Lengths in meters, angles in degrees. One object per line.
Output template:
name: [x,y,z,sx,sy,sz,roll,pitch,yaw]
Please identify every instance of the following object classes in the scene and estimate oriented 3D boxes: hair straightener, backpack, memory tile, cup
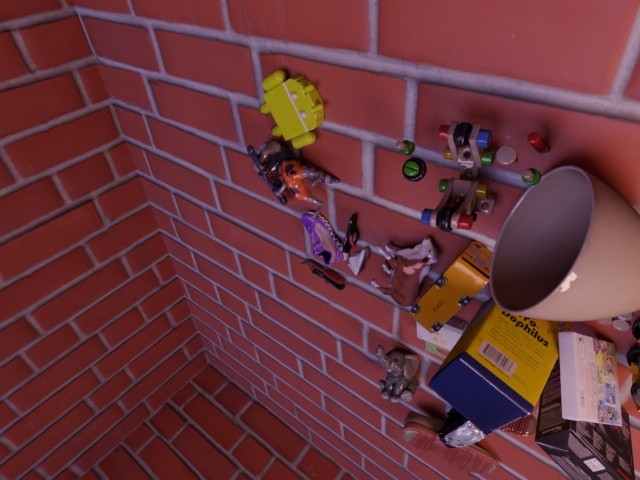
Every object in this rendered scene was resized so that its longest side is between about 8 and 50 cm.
hair straightener: [0.009,0.148,1.814,0.231,0.047,0.089,26,138,31]
backpack: [0.553,0.711,1.672,0.115,0.152,0.182,40,132,4]
memory tile: [0.713,0.154,1.082,0.113,0.012,0.148,19,135,37]
cup: [0.558,0.037,0.926,0.237,0.331,0.331,20,142,-3]

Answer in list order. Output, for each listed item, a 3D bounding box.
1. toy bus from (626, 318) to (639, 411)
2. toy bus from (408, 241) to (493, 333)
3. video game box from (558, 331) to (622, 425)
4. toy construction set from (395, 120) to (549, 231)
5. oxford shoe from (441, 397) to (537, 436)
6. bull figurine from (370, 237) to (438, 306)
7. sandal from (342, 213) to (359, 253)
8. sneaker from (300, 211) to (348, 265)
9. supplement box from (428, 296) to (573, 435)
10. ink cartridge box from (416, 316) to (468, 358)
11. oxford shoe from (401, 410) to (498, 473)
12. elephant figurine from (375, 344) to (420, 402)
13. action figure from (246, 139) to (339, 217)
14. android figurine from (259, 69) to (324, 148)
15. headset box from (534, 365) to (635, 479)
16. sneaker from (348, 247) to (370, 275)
toy bus: [0.826,0.288,0.984,0.212,0.149,0.220,3,122,30]
toy bus: [0.394,0.153,1.326,0.108,0.130,0.332,40,144,13]
video game box: [0.666,0.341,1.079,0.187,0.205,0.048,17,160,-25]
toy construction set: [0.386,-0.154,1.048,0.309,0.237,0.257,-17,79,35]
oxford shoe: [0.586,0.583,1.557,0.348,0.123,0.130,23,163,32]
bull figurine: [0.274,0.097,1.436,0.188,0.101,0.310,34,140,27]
sandal: [0.114,-0.015,1.540,0.040,0.067,0.179,24,136,15]
sneaker: [0.000,0.000,1.641,0.236,0.104,0.095,52,146,-1]
supplement box: [0.483,0.292,1.158,0.195,0.356,0.194,39,144,15]
ink cartridge box: [0.429,0.355,1.542,0.171,0.056,0.235,18,132,36]
oxford shoe: [0.537,0.820,1.802,0.397,0.146,0.140,24,120,7]
elephant figurine: [0.310,0.505,1.736,0.170,0.186,0.239,-3,96,10]
action figure: [-0.103,-0.231,1.547,0.330,0.178,0.341,43,172,22]
android figurine: [-0.091,-0.420,1.399,0.273,0.056,0.248,-3,119,51]
headset box: [0.703,0.485,1.161,0.218,0.293,0.110,45,129,2]
sneaker: [0.136,0.070,1.601,0.061,0.054,0.152,41,145,17]
